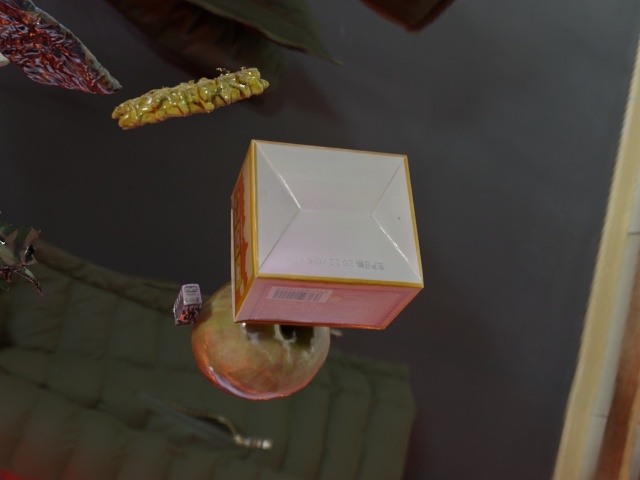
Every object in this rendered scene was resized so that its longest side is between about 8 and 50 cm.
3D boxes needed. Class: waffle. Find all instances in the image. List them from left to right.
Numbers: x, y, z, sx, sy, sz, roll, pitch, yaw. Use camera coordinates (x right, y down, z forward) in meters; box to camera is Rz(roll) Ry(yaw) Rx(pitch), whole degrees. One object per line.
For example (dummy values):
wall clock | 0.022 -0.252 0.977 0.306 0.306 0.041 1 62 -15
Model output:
waffle | -0.269 -0.283 1.715 0.293 0.260 0.069 -5 108 36

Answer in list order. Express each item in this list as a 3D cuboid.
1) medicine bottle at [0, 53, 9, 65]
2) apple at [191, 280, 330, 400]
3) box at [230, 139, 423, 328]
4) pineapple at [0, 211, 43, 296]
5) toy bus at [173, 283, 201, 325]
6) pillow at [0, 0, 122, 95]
medicine bottle | -0.628 -0.423 1.482 0.133 0.133 0.274 19 122 65
apple | -0.120 0.191 1.698 0.234 0.256 0.257 -35 42 42
box | 0.000 0.000 1.496 0.214 0.283 0.260 121 150 -56
pineapple | -0.452 -0.062 1.015 0.165 0.364 0.165 -37 14 11
toy bus | -0.246 0.120 1.602 0.131 0.037 0.052 127 135 -64
pillow | -0.419 -0.290 1.255 0.189 0.255 0.034 9 68 31
